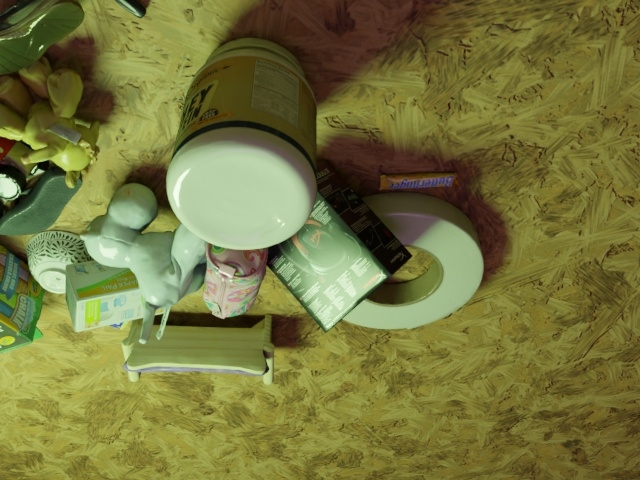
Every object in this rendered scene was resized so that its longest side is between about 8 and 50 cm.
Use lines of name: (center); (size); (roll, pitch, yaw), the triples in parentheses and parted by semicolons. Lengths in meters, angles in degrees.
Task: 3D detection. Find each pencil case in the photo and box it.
pencil case: (-0.177, 0.071, 1.364); (0.124, 0.124, 0.284); (9, 156, -9)

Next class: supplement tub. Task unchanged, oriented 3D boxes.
supplement tub: (-0.118, -0.167, 1.105); (0.228, 0.316, 0.228); (0, 135, 0)

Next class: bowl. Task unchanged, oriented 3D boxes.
bowl: (-0.580, 0.064, 1.504); (0.170, 0.080, 0.170); (0, 134, 0)

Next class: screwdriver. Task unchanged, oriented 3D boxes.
screwdriver: (-0.352, -0.409, 1.067); (0.169, 0.025, 0.024); (31, 127, -28)

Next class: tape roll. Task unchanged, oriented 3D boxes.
tape roll: (0.167, 0.058, 1.511); (0.391, 0.072, 0.392); (0, 135, 0)

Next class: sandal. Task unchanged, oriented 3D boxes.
sandal: (-0.567, -0.082, 1.373); (0.254, 0.055, 0.097); (-33, 155, 28)

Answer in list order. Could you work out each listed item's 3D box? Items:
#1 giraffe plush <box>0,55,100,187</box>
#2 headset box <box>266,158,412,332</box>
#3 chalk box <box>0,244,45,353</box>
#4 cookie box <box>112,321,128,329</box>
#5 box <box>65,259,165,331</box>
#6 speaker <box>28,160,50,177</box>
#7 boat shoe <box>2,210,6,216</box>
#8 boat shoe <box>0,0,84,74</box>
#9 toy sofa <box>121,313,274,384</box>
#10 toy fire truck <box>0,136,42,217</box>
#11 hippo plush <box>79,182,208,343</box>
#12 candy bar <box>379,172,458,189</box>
giraffe plush: (-0.462, -0.194, 1.191); (0.181, 0.210, 0.170); (-44, 163, -9)
headset box: (0.000, 0.000, 1.345); (0.293, 0.110, 0.218); (48, 125, 6)
chalk box: (-0.744, 0.140, 1.503); (0.180, 0.179, 0.289); (-17, 140, 15)
cookie box: (-0.508, 0.162, 1.630); (0.107, 0.040, 0.092); (24, 130, -24)
box: (-0.444, 0.108, 1.480); (0.203, 0.103, 0.114); (-10, 141, -30)
speaker: (-0.598, -0.140, 1.315); (0.136, 0.055, 0.055); (-18, 133, 16)
boat shoe: (-0.774, -0.055, 1.389); (0.227, 0.069, 0.081); (9, 135, -10)
boat shoe: (-0.481, -0.346, 1.097); (0.223, 0.074, 0.080); (-24, 155, 18)
toy sofa: (-0.295, 0.287, 1.664); (0.362, 0.177, 0.150); (2, 135, -4)
toy fire truck: (-0.662, -0.149, 1.220); (0.246, 0.159, 0.217); (38, 117, -24)
hippo plush: (-0.352, 0.017, 1.385); (0.236, 0.234, 0.294); (31, 88, 3)
candy bar: (0.200, -0.120, 1.368); (0.161, 0.018, 0.040); (-1, 135, 2)
